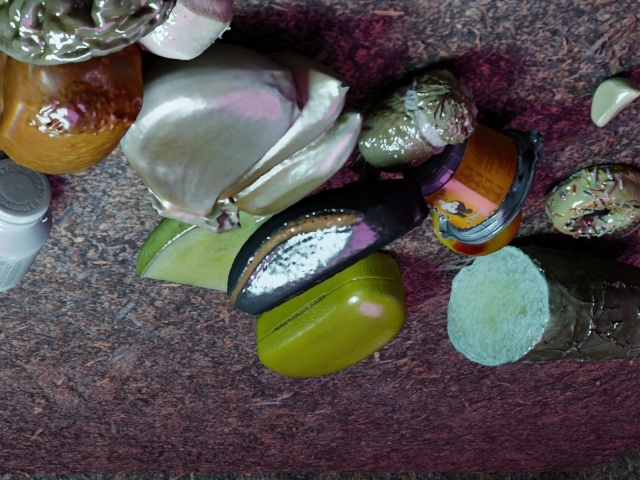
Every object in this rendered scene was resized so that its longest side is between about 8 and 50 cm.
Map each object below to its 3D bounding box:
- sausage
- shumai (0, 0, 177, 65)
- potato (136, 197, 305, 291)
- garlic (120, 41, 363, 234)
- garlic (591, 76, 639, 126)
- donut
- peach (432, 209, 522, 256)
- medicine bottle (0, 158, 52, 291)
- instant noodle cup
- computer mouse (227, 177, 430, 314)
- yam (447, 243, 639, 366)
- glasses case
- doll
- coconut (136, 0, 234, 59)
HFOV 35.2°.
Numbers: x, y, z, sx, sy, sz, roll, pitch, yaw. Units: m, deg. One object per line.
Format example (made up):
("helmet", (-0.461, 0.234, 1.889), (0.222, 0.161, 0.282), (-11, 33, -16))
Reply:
("sausage", (-0.288, -0.158, 1.131), (0.141, 0.153, 0.268), (0, 170, -24))
("shumai", (-0.243, -0.269, 0.935), (0.206, 0.166, 0.175), (-13, 149, 13))
("potato", (-0.108, -0.031, 1.522), (0.269, 0.112, 0.255), (10, 142, -37))
("garlic", (-0.109, -0.138, 1.252), (0.279, 0.132, 0.325), (13, 137, -33))
("garlic", (0.402, -0.194, 1.383), (0.041, 0.053, 0.083), (9, 141, -27))
("donut", (0.457, -0.058, 1.663), (0.174, 0.068, 0.174), (-7, 155, -3))
("peach", (0.248, -0.038, 1.583), (0.138, 0.138, 0.138), (-6, 154, -3))
("medicine bottle", (-0.448, -0.023, 1.406), (0.135, 0.135, 0.215), (7, 150, -28))
("instant noodle cup", (0.196, -0.099, 1.412), (0.125, 0.177, 0.208), (26, 110, -29))
("computer mouse", (-0.003, -0.004, 1.368), (0.323, 0.116, 0.183), (-31, 179, 26))
("yam", (0.439, 0.126, 1.859), (0.348, 0.241, 0.241), (3, 152, -27))
("glasses case", (0.029, 0.157, 1.902), (0.173, 0.141, 0.371), (10, 149, -34))
("doll", (0.110, -0.149, 1.341), (0.115, 0.105, 0.221), (-18, 174, -46))
("coconut", (-0.154, -0.245, 1.072), (0.110, 0.110, 0.124), (16, 140, -40))
